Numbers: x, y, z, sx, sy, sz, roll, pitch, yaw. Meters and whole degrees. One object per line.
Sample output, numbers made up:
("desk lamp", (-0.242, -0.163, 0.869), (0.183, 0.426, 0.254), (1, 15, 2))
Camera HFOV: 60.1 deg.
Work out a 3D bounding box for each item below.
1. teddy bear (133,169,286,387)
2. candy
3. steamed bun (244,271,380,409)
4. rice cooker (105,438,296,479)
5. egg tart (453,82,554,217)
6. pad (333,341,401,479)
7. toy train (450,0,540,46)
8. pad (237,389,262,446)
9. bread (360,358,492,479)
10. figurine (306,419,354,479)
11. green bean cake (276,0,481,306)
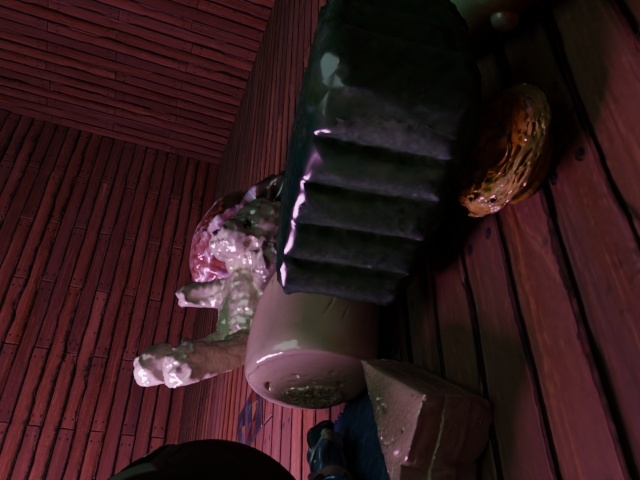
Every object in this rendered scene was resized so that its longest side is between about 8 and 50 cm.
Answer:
("teddy bear", (-0.181, 0.049, 1.047), (0.327, 0.375, 0.362), (-17, 84, 49))
("candy", (-0.196, 0.032, 1.313), (0.157, 0.214, 0.290), (-127, 50, -62))
("steamed bun", (-0.016, 0.119, 0.763), (0.250, 0.154, 0.200), (126, 157, -52))
("rice cooker", (-0.164, 0.412, 0.626), (0.325, 0.335, 0.335), (42, -121, -81))
("egg tart", (0.171, -0.079, 0.501), (0.129, 0.049, 0.129), (-163, 90, -75))
("pad", (0.055, 0.302, 0.660), (0.269, 0.012, 0.270), (-98, 27, -49))
("toy train", (0.179, -0.293, 0.544), (0.285, 0.116, 0.177), (171, 99, -71))
("pad", (-0.168, 0.424, 1.299), (0.143, 0.003, 0.211), (-97, 26, -48))
("bread", (0.088, 0.180, 0.531), (0.152, 0.077, 0.105), (180, 103, -74))
("figurine", (0.009, 0.288, 0.675), (0.149, 0.087, 0.086), (-114, 3, -65))
("green bean cake", (0.053, -0.123, 0.612), (0.308, 0.169, 0.300), (104, 173, -45))
